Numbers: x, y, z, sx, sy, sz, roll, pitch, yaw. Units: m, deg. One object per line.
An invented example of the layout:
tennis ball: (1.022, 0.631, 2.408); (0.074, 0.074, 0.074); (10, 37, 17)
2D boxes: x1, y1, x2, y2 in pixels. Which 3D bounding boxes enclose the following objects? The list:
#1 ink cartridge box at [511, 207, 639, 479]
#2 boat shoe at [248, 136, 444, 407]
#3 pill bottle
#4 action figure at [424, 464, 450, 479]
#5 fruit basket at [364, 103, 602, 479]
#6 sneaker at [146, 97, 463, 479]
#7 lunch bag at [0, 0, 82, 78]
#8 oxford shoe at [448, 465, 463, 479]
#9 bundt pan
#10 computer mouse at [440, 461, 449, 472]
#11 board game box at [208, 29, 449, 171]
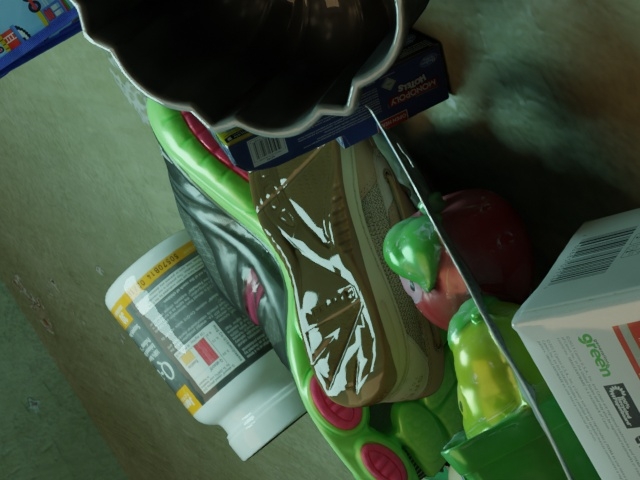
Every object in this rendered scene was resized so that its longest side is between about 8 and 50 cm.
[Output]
ink cartridge box: (0.319, 0.118, 0.950); (0.271, 0.130, 0.309); (-15, 112, 43)
boat shoe: (0.024, -0.016, 1.370); (0.121, 0.110, 0.341); (-26, 71, 42)
pill bottle: (-0.133, 0.133, 1.935); (0.278, 0.162, 0.162); (51, 159, 6)
action figure: (0.082, 0.218, 1.751); (0.232, 0.063, 0.137); (8, 133, 57)
fruit basket: (0.128, 0.071, 1.200); (0.353, 0.165, 0.327); (56, -174, 6)
sneaker: (-0.007, 0.028, 1.508); (0.483, 0.185, 0.202); (62, 167, 15)
lunch bag: (-0.383, -0.282, 1.623); (0.221, 0.293, 0.138); (55, 159, -3)
oxford shoe: (0.200, 0.382, 1.643); (0.140, 0.146, 0.397); (27, 147, 50)
bundt pan: (-0.048, -0.246, 1.096); (0.330, 0.124, 0.331); (17, 125, 25)
computer mouse: (0.066, 0.138, 1.625); (0.272, 0.072, 0.189); (1, 98, 60)
board game box: (-0.024, -0.147, 1.285); (0.194, 0.194, 0.060); (52, 164, 47)
